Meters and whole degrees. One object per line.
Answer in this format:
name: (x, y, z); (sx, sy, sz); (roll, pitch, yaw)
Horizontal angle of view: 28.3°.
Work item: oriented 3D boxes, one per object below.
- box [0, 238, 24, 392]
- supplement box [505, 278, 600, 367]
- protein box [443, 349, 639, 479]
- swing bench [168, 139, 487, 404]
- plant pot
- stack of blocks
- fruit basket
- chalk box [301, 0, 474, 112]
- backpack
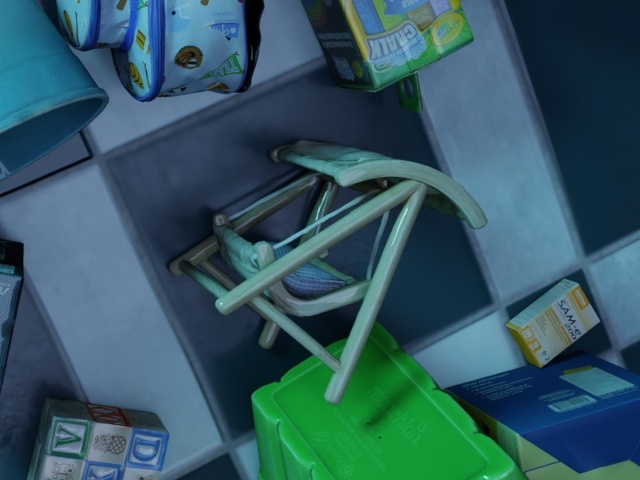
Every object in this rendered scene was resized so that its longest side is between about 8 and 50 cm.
box: (-0.337, 0.100, 1.258); (0.059, 0.233, 0.183); (12, 94, -14)
supplement box: (0.287, 0.102, 1.570); (0.098, 0.036, 0.062); (-37, 108, -10)
protein box: (0.283, 0.236, 1.501); (0.200, 0.201, 0.136); (-13, 102, -16)
swing bench: (0.000, 0.000, 1.344); (0.165, 0.253, 0.254); (41, 84, -19)
plant pot: (-0.381, -0.177, 1.201); (0.272, 0.271, 0.255); (-30, 91, -12)
stack of blocks: (-0.284, 0.328, 1.388); (0.171, 0.087, 0.297); (12, 95, -19)
fruit basket: (0.092, 0.330, 1.387); (0.283, 0.392, 0.392); (-31, 107, -11)
chalk box: (0.072, -0.245, 1.395); (0.132, 0.132, 0.213); (-29, 107, -12)
backpack: (-0.157, -0.269, 1.257); (0.213, 0.276, 0.263); (-12, 109, -11)
